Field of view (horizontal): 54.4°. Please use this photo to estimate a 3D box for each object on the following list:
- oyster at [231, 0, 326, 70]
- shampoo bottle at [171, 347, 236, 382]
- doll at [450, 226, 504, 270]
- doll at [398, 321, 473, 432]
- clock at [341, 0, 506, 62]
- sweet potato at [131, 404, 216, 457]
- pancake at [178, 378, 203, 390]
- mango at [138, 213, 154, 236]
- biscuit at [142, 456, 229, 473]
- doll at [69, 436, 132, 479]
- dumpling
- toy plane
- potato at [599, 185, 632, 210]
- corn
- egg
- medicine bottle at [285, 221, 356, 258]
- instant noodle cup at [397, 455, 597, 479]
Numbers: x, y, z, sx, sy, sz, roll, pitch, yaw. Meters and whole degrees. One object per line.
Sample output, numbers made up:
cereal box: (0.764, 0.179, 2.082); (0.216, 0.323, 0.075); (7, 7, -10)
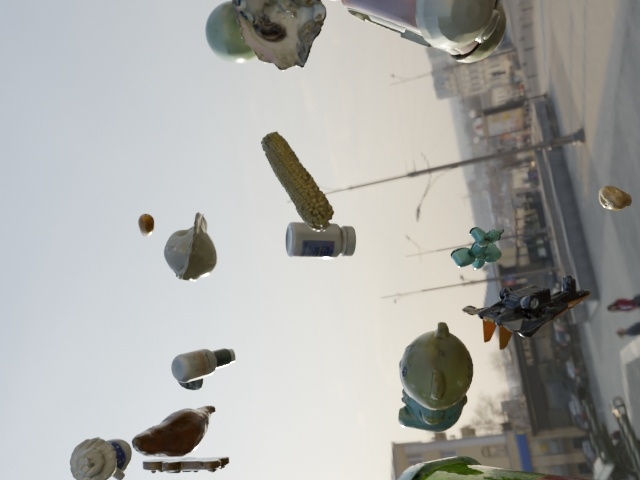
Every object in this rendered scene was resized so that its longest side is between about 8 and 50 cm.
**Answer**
oyster: (-0.098, -0.503, 1.400); (0.083, 0.214, 0.223); (-79, 5, -83)
shampoo bottle: (-0.297, 0.319, 1.630); (0.192, 0.074, 0.074); (-4, -98, -50)
doll: (0.434, 0.028, 1.690); (0.059, 0.158, 0.159); (59, 139, 35)
doll: (0.256, 0.314, 1.394); (0.261, 0.161, 0.177); (82, -161, -50)
clock: (0.197, -0.474, 1.220); (0.342, 0.325, 0.184); (-26, -35, -61)
sweet potato: (-0.358, 0.494, 1.594); (0.359, 0.112, 0.112); (-12, -90, -70)
pancake: (-0.426, 0.447, 2.011); (0.017, 0.108, 0.108); (-62, -40, -51)
mango: (-0.498, -0.041, 1.776); (0.060, 0.046, 0.089); (65, 149, 26)
biscuit: (-0.460, 0.762, 2.106); (0.197, 0.301, 0.049); (51, -144, -69)
doll: (-0.580, 0.588, 1.666); (0.138, 0.119, 0.293); (55, 169, 11)
dumpling: (-0.339, 0.009, 1.661); (0.247, 0.142, 0.173); (-90, 13, -71)
toy plane: (0.496, 0.139, 1.401); (0.204, 0.316, 0.103); (20, 126, 62)
potato: (0.714, -0.101, 1.503); (0.068, 0.083, 0.062); (-116, 31, -42)
corn: (-0.058, -0.150, 1.595); (0.288, 0.086, 0.086); (58, -167, 6)
egg: (-0.204, -0.511, 1.529); (0.192, 0.149, 0.150); (-60, -43, -65)
medicine bottle: (0.000, 0.000, 1.757); (0.103, 0.186, 0.103); (-178, 90, -73)
instant noodle cup: (0.286, 0.430, 0.821); (0.293, 0.307, 0.294); (17, -114, -42)
